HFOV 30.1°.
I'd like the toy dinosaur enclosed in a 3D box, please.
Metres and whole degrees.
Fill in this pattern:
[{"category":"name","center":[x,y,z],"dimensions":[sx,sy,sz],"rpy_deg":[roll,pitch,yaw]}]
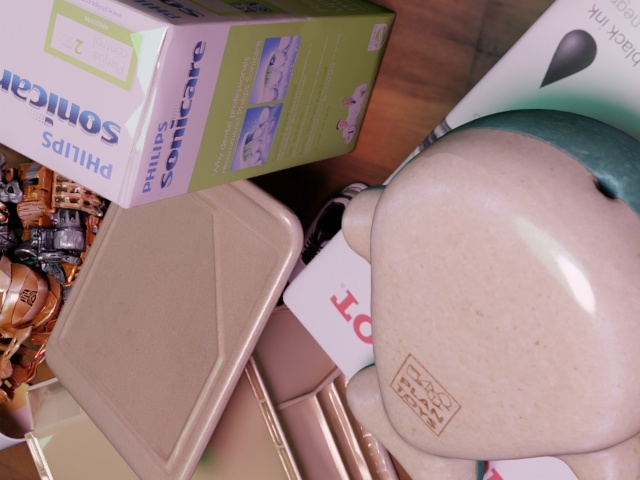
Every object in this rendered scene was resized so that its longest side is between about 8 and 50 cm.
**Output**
[{"category":"toy dinosaur","center":[-0.273,0.023,1.010],"dimensions":[0.218,0.322,0.164],"rpy_deg":[19,154,24]}]

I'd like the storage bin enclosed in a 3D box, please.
[{"category":"storage bin","center":[-0.086,0.200,0.987],"dimensions":[0.262,0.123,0.260],"rpy_deg":[-22,89,33]}]

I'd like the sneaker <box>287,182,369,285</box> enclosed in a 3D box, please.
[{"category":"sneaker","center":[0.000,0.000,0.934],"dimensions":[0.040,0.044,0.109],"rpy_deg":[41,120,14]}]

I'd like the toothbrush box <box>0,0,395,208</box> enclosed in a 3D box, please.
[{"category":"toothbrush box","center":[-0.110,-0.134,0.826],"dimensions":[0.206,0.283,0.122],"rpy_deg":[27,114,24]}]

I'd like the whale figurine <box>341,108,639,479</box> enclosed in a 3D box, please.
[{"category":"whale figurine","center":[0.105,0.043,0.651],"dimensions":[0.216,0.141,0.272],"rpy_deg":[45,145,16]}]

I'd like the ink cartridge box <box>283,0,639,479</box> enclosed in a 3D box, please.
[{"category":"ink cartridge box","center":[0.209,0.005,0.737],"dimensions":[0.285,0.166,0.395],"rpy_deg":[50,122,12]}]

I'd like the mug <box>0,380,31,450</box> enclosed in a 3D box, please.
[{"category":"mug","center":[-0.307,0.169,1.157],"dimensions":[0.062,0.078,0.064],"rpy_deg":[37,133,-19]}]

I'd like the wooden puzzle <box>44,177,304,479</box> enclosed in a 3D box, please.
[{"category":"wooden puzzle","center":[-0.111,0.047,0.880],"dimensions":[0.221,0.044,0.238],"rpy_deg":[36,108,46]}]
